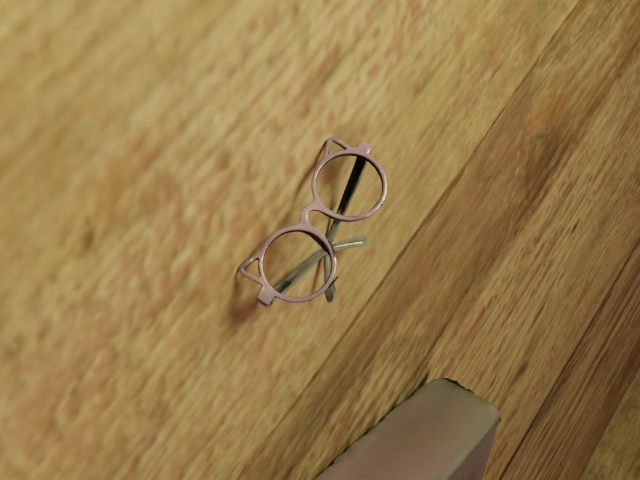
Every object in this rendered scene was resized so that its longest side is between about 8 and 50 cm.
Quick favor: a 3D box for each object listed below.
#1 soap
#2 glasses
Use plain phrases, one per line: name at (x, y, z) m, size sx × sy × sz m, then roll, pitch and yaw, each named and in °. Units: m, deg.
soap at (0.070, 0.335, 0.935) m, size 0.285 × 0.107 × 0.296 m, roll -31°, pitch 138°, yaw -48°
glasses at (0.000, 0.000, 0.642) m, size 0.140 × 0.062 × 0.104 m, roll -57°, pitch 172°, yaw -13°
